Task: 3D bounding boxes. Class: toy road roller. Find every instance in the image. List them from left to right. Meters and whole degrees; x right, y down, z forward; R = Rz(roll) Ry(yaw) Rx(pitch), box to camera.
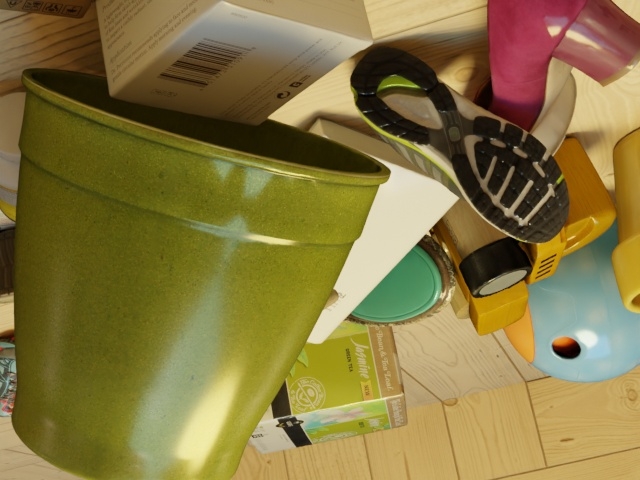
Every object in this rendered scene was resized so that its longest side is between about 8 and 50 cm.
[{"bbox_3d":[0.289,-0.018,1.722,0.241,0.202,0.329,-22,161,-4],"label":"toy road roller"}]

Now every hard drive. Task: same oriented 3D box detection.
[{"bbox_3d":[0.000,0.000,1.599,0.233,0.047,0.353,18,131,-30],"label":"hard drive"}]

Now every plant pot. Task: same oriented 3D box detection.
[{"bbox_3d":[-0.153,0.047,1.178,0.367,0.352,0.366,15,-169,-3],"label":"plant pot"},{"bbox_3d":[0.536,-0.044,1.705,0.254,0.239,0.254,-9,161,-3],"label":"plant pot"}]

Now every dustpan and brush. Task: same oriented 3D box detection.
[{"bbox_3d":[0.249,-0.101,1.439,0.060,0.211,0.147,42,136,-17],"label":"dustpan and brush"}]

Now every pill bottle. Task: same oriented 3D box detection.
[{"bbox_3d":[-0.322,-0.090,1.304,0.103,0.103,0.184,-8,160,-10],"label":"pill bottle"}]

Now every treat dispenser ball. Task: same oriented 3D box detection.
[{"bbox_3d":[0.440,0.094,1.969,0.288,0.288,0.288,-10,161,-3],"label":"treat dispenser ball"}]

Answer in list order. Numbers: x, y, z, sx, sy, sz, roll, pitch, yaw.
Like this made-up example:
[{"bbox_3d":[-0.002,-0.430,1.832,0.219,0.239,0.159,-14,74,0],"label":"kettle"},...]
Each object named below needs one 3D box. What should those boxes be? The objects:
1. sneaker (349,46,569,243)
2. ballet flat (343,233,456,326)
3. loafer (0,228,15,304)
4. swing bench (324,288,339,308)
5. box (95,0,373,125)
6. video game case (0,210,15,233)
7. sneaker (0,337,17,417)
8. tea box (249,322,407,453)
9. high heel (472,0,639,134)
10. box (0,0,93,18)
[{"bbox_3d":[0.161,-0.108,1.357,0.111,0.300,0.121,-49,-179,-1],"label":"sneaker"},{"bbox_3d":[0.047,0.055,1.835,0.483,0.164,0.182,-12,-179,42],"label":"ballet flat"},{"bbox_3d":[-0.348,0.030,1.569,0.269,0.101,0.092,-15,155,8],"label":"loafer"},{"bbox_3d":[-0.165,0.045,1.423,0.255,0.253,0.165,-31,176,-38],"label":"swing bench"},{"bbox_3d":[-0.082,-0.206,1.081,0.182,0.119,0.181,6,155,-42],"label":"box"},{"bbox_3d":[-0.427,-0.020,1.572,0.190,0.022,0.173,-7,160,-16],"label":"video game case"},{"bbox_3d":[-0.550,0.252,2.119,0.104,0.125,0.262,0,158,-31],"label":"sneaker"},{"bbox_3d":[-0.005,0.264,2.312,0.324,0.220,0.329,-12,161,2],"label":"tea box"},{"bbox_3d":[0.206,-0.216,1.320,0.181,0.127,0.377,34,158,-9],"label":"high heel"},{"bbox_3d":[-0.273,-0.249,1.002,0.201,0.021,0.164,1,157,-31],"label":"box"}]
